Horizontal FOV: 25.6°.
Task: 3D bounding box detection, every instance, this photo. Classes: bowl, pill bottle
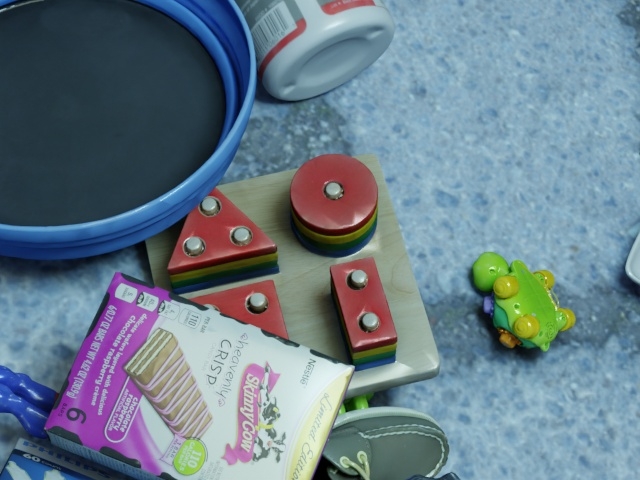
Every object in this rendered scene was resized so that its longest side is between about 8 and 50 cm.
[{"bbox_3d":[-0.260,-0.148,1.409,0.391,0.077,0.391,1,55,-1],"label":"bowl"},{"bbox_3d":[-0.049,-0.314,1.573,0.161,0.161,0.283,-20,73,-26],"label":"pill bottle"}]

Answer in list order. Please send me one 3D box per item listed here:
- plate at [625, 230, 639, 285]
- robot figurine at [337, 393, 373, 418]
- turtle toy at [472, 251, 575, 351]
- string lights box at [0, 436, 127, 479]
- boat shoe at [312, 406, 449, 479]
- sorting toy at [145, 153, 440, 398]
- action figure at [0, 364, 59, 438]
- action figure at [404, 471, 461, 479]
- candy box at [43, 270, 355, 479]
[{"bbox_3d":[0.511,0.012,1.679,0.277,0.045,0.278,31,59,-2],"label":"plate"},{"bbox_3d":[0.016,0.130,1.434,0.101,0.067,0.115,-7,67,-14],"label":"robot figurine"},{"bbox_3d":[0.213,0.066,1.534,0.095,0.066,0.130,-5,62,-47],"label":"turtle toy"},{"bbox_3d":[-0.223,0.254,1.182,0.133,0.259,0.076,24,94,-8],"label":"string lights box"},{"bbox_3d":[-0.002,0.238,1.342,0.305,0.091,0.109,-14,100,-22],"label":"boat shoe"},{"bbox_3d":[-0.036,0.033,1.394,0.257,0.089,0.255,-13,63,-5],"label":"sorting toy"},{"bbox_3d":[-0.318,0.099,1.295,0.280,0.139,0.091,11,19,-13],"label":"action figure"},{"bbox_3d":[0.000,0.341,1.209,0.341,0.330,0.178,-33,71,3],"label":"action figure"},{"bbox_3d":[-0.106,0.146,1.252,0.233,0.071,0.159,21,71,2],"label":"candy box"}]
